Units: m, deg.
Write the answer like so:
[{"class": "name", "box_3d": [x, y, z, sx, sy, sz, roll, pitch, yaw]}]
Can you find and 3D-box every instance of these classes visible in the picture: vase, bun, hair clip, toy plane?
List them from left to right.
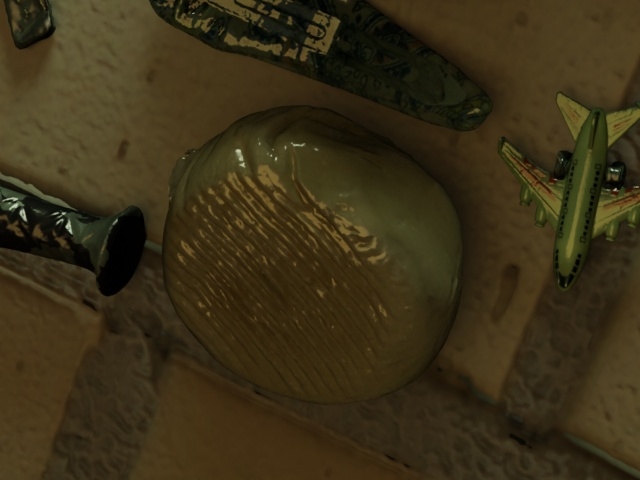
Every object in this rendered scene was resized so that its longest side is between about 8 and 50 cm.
[{"class": "vase", "box_3d": [-0.194, -0.013, 1.069, 0.167, 0.059, 0.059, 14, 103, 14]}, {"class": "hair clip", "box_3d": [-0.001, -0.118, 1.005, 0.229, 0.036, 0.066, 27, 101, 18]}, {"class": "bun", "box_3d": [0.000, 0.000, 0.983, 0.167, 0.113, 0.173, 0, 122, 22]}, {"class": "toy plane", "box_3d": [0.147, -0.026, 0.972, 0.102, 0.040, 0.111, 12, 103, 16]}]

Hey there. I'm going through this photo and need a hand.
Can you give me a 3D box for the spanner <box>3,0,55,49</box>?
[{"class": "spanner", "box_3d": [-0.215, -0.276, 1.050, 0.093, 0.026, 0.325, -11, 96, 19]}]
